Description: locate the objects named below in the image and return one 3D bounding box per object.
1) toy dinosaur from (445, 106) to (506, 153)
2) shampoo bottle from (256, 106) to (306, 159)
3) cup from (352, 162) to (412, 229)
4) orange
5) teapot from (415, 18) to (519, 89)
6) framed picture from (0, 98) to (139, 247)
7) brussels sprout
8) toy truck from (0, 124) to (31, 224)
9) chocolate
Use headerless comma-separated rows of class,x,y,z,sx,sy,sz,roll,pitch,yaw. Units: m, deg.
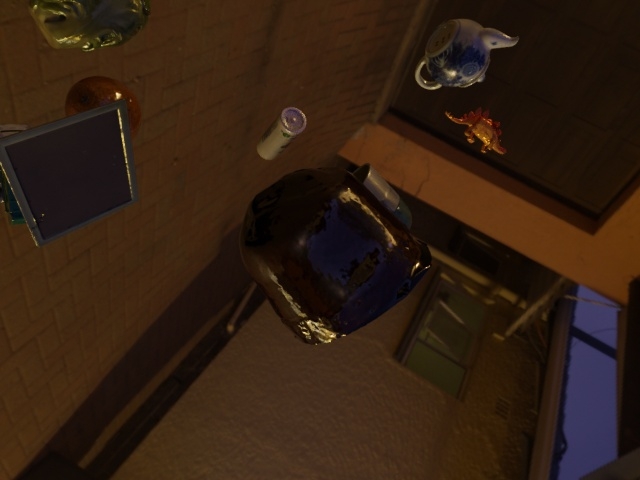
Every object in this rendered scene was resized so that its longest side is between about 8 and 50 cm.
toy dinosaur,0.558,-0.400,1.672,0.117,0.288,0.070,-59,-162,-2
shampoo bottle,-0.148,-0.347,1.628,0.092,0.092,0.303,-55,-167,-25
cup,0.153,-0.078,1.482,0.219,0.258,0.289,-44,-164,7
orange,-0.587,-0.346,1.295,0.206,0.206,0.206,-57,170,-16
teapot,0.555,-0.710,1.872,0.424,0.280,0.252,-18,-128,49
framed picture,-0.470,-0.126,0.924,0.232,0.019,0.296,-33,159,-33
brussels sprout,-0.641,-0.668,1.358,0.328,0.247,0.328,-22,-162,7
toy truck,-0.765,-0.161,1.220,0.114,0.124,0.253,-12,119,-39
chocolate,0.000,0.000,1.066,0.384,0.331,0.383,-34,-170,6
